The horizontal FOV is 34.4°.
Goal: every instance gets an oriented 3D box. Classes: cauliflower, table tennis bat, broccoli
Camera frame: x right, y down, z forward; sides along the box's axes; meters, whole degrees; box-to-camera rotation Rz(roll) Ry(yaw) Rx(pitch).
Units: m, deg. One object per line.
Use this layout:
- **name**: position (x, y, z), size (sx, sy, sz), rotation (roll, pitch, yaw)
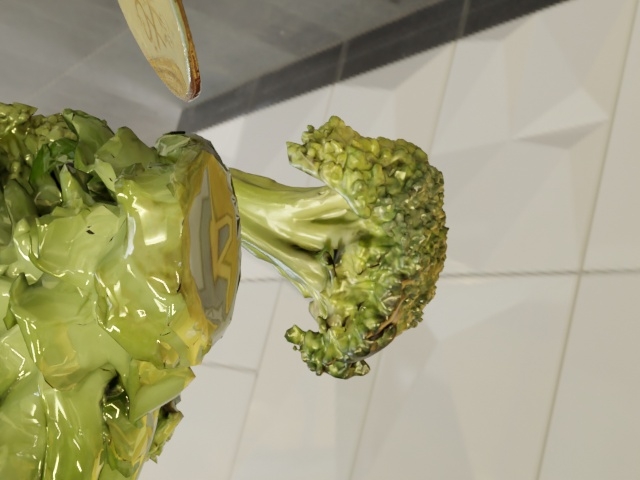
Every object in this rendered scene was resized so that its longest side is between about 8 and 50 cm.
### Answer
- **cauliflower**: position (-0.129, 0.041, 0.453), size (0.250, 0.275, 0.272), rotation (-29, 167, 20)
- **table tennis bat**: position (-0.146, -0.238, 0.768), size (0.173, 0.022, 0.301), rotation (47, 157, 47)
- **broccoli**: position (0.000, 0.000, 0.998), size (0.243, 0.247, 0.263), rotation (19, 174, 7)
